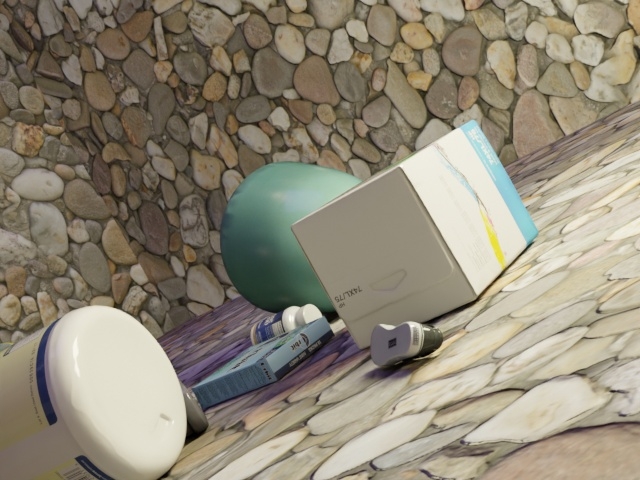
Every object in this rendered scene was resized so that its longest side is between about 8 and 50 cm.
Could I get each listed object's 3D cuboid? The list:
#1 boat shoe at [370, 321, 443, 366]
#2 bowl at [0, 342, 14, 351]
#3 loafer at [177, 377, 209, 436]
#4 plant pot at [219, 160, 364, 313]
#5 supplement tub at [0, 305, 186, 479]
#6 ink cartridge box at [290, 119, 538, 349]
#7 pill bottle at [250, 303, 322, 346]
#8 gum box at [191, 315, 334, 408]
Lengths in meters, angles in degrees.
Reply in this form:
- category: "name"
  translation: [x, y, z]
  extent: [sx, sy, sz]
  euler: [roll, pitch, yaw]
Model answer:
- category: "boat shoe"
  translation: [0.094, 0.117, 1.167]
  extent: [0.040, 0.049, 0.142]
  euler: [5, -10, -16]
- category: "bowl"
  translation: [-0.470, 0.321, 1.639]
  extent: [0.156, 0.289, 0.289]
  euler: [26, -39, -38]
- category: "loafer"
  translation: [-0.242, 0.249, 1.545]
  extent: [0.095, 0.109, 0.302]
  euler: [-34, 7, -14]
- category: "plant pot"
  translation: [0.000, 0.000, 1.880]
  extent: [0.293, 0.293, 0.235]
  euler: [-31, 18, -27]
- category: "supplement tub"
  translation: [-0.362, 0.248, 1.335]
  extent: [0.325, 0.235, 0.235]
  euler: [-28, 3, 20]
- category: "ink cartridge box"
  translation: [0.136, -0.013, 1.431]
  extent: [0.198, 0.197, 0.270]
  euler: [-28, 3, 33]
- category: "pill bottle"
  translation: [-0.055, 0.151, 1.757]
  extent: [0.120, 0.067, 0.067]
  euler: [-27, 3, 34]
- category: "gum box"
  translation: [-0.090, 0.192, 1.636]
  extent: [0.184, 0.041, 0.157]
  euler: [-26, 4, 41]
